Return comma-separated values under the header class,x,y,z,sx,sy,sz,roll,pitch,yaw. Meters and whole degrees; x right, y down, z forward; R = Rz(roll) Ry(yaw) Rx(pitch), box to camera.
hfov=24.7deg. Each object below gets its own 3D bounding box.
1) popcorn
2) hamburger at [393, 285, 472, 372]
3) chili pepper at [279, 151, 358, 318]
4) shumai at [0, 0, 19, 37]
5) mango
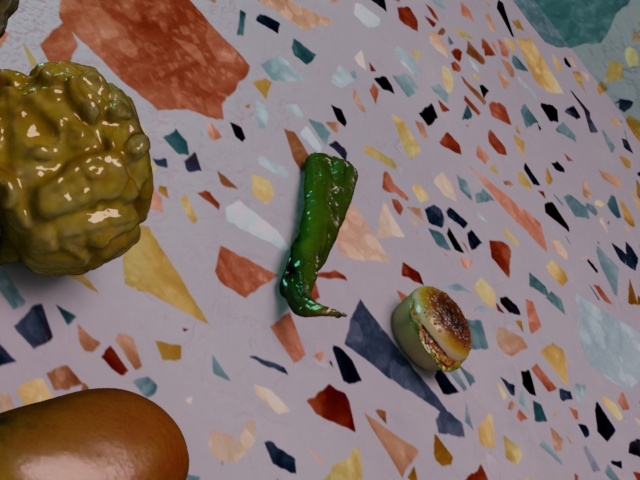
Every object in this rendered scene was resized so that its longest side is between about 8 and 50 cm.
class,x,y,z,sx,sy,sz,roll,pitch,yaw
popcorn,-0.299,-0.079,1.610,0.225,0.249,0.249,-17,73,-26
hamburger,0.166,0.128,2.109,0.126,0.081,0.141,53,32,-4
chili pepper,0.000,0.000,2.021,0.085,0.076,0.359,23,37,-11
shumai,-0.451,-0.308,1.539,0.395,0.395,0.348,-4,85,-53
mango,-0.241,0.240,1.458,0.254,0.139,0.175,-12,59,-46
